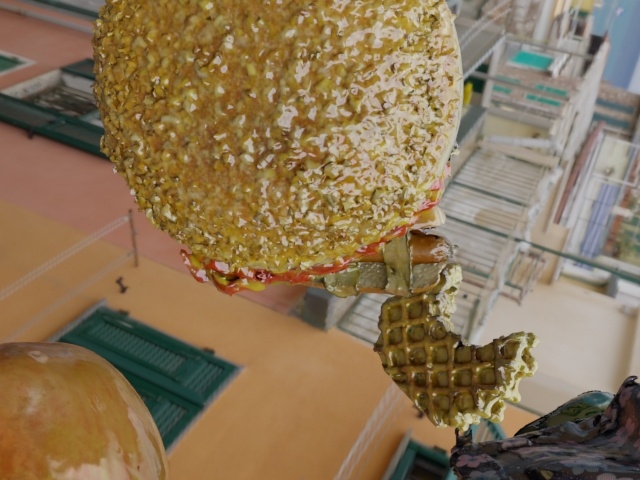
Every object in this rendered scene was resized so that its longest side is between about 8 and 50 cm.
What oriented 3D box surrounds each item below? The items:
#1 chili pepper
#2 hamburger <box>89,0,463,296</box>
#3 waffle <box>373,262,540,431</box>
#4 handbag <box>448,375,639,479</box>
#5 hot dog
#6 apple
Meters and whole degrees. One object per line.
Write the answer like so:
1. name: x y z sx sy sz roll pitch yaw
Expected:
1. chili pepper: 0.399 0.302 1.007 0.261 0.174 0.165 -8 123 -37
2. hamburger: -0.029 -0.111 0.526 0.179 0.276 0.294 -66 138 -72
3. waffle: 0.255 0.206 1.379 0.261 0.324 0.151 -47 142 6
4. handbag: 0.187 0.195 0.435 0.229 0.207 0.127 -129 -159 -66
5. hot dog: 0.000 0.000 0.684 0.072 0.269 0.109 -56 144 -58
6. apple: -0.236 0.202 0.525 0.242 0.241 0.242 -16 148 -11
